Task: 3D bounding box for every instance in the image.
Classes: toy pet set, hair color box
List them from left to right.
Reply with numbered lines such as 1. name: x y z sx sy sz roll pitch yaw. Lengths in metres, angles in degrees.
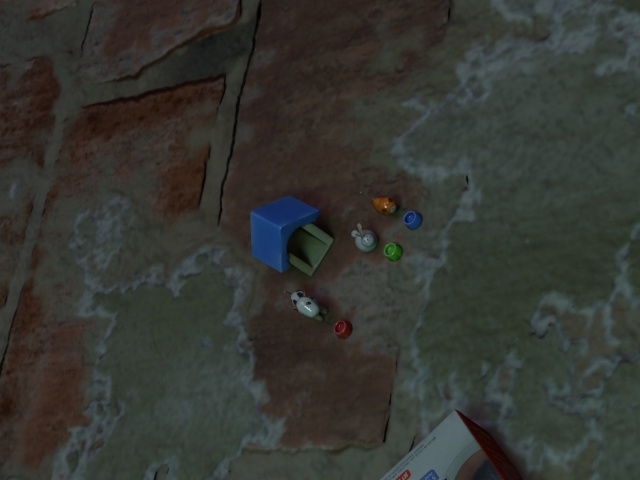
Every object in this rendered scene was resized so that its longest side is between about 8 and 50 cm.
1. toy pet set: 0.000 0.000 1.321 0.114 0.065 0.122 29 85 45
2. hair color box: 0.112 0.211 1.118 0.093 0.053 0.167 -44 47 10
